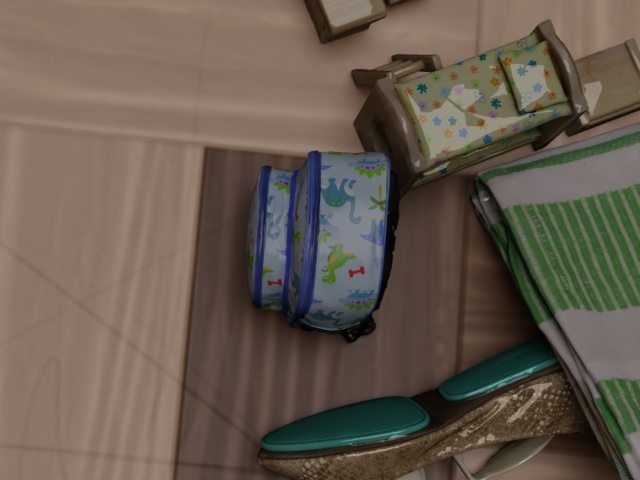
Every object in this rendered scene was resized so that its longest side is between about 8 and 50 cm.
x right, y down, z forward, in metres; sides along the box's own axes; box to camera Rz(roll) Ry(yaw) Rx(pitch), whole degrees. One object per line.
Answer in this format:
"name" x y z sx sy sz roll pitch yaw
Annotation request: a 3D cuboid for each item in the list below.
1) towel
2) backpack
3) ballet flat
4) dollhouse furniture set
"towel" 0.250 0.047 0.779 0.248 0.038 0.324 -17 51 -8
"backpack" 0.000 0.000 0.799 0.084 0.114 0.105 4 80 -7
"ballet flat" 0.068 0.116 0.813 0.206 0.073 0.067 -16 105 -6
"dollhouse furniture set" 0.101 -0.134 0.843 0.182 0.101 0.161 -21 83 -11
